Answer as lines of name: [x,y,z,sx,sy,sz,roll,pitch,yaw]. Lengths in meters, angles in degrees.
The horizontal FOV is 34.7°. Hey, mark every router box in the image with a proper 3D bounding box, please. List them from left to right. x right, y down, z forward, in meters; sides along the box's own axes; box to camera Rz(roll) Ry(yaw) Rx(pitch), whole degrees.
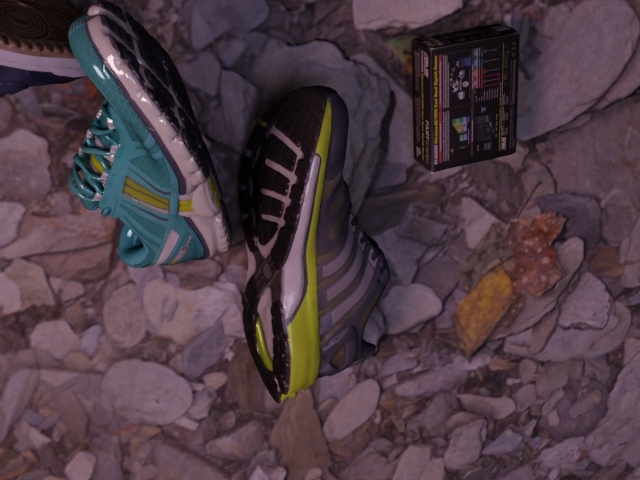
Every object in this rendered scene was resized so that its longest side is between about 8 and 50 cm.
router box: [0.133,-0.131,0.946,0.092,0.038,0.122,-13,119,-18]

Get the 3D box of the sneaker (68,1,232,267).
sneaker: [-0.141,-0.060,0.788,0.110,0.107,0.275,-17,144,-3]

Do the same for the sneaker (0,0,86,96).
sneaker: [-0.302,-0.112,0.729,0.282,0.099,0.153,-2,134,-40]

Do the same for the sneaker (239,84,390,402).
sneaker: [0.000,0.000,0.925,0.121,0.111,0.300,-14,125,-29]
